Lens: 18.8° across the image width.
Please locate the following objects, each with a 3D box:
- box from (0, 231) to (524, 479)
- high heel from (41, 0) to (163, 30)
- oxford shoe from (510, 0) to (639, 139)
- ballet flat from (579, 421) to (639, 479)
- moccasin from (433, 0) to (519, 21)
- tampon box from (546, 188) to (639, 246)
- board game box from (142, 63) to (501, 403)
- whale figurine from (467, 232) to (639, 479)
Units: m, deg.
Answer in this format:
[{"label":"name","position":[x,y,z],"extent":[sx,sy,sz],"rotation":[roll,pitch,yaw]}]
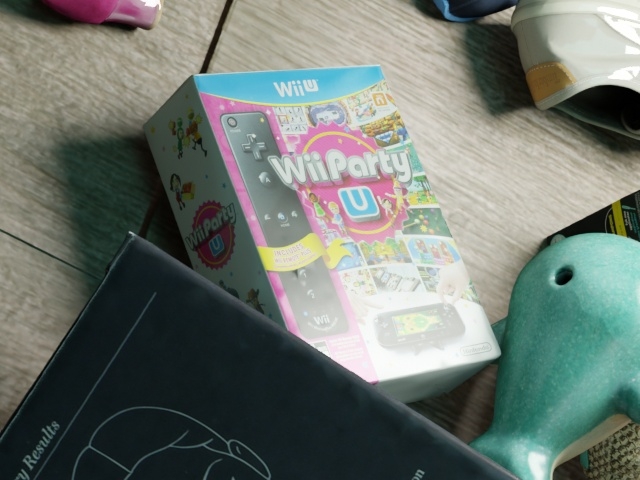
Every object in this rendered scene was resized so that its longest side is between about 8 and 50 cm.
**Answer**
[{"label":"box","position":[-0.047,0.229,1.456],"extent":[0.395,0.212,0.293],"rotation":[33,85,6]},{"label":"high heel","position":[-0.198,-0.314,1.759],"extent":[0.117,0.082,0.244],"rotation":[10,81,-37]},{"label":"oxford shoe","position":[0.396,-0.154,1.998],"extent":[0.449,0.169,0.130],"rotation":[9,75,-23]},{"label":"ballet flat","position":[0.453,0.166,1.929],"extent":[0.483,0.164,0.182],"rotation":[-6,114,-27]},{"label":"moccasin","position":[0.256,-0.322,1.996],"extent":[0.342,0.117,0.137],"rotation":[-41,96,-33]},{"label":"tampon box","position":[0.316,0.025,1.887],"extent":[0.101,0.161,0.120],"rotation":[-5,75,-31]},{"label":"board game box","position":[0.000,0.000,1.715],"extent":[0.224,0.097,0.303],"rotation":[-8,68,-39]},{"label":"whale figurine","position":[0.214,0.109,1.721],"extent":[0.272,0.216,0.141],"rotation":[-51,134,-16]}]
